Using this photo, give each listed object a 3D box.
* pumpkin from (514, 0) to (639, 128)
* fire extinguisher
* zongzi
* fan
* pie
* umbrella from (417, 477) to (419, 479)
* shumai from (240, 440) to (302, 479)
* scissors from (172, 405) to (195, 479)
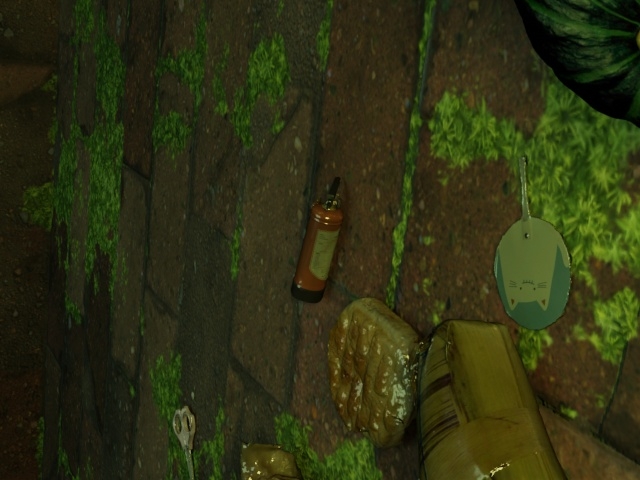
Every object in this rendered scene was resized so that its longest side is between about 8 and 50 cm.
[{"bbox_3d":[0.259,-0.208,0.617,0.248,0.248,0.248,4,94,62],"label":"pumpkin"},{"bbox_3d":[0.000,0.000,1.266,0.062,0.050,0.177,-60,-13,-64],"label":"fire extinguisher"},{"bbox_3d":[0.139,0.251,0.942,0.289,0.123,0.260,115,147,-46],"label":"zongzi"},{"bbox_3d":[0.208,0.002,0.915,0.113,0.005,0.175,-11,81,62],"label":"fan"},{"bbox_3d":[0.066,0.169,1.148,0.195,0.046,0.195,-3,87,62],"label":"pie"},{"bbox_3d":[0.124,0.251,1.050,0.044,0.044,0.269,17,106,32],"label":"umbrella"},{"bbox_3d":[-0.062,0.378,1.315,0.206,0.166,0.176,131,153,-50],"label":"shumai"},{"bbox_3d":[-0.261,0.423,1.804,0.100,0.015,0.189,-31,65,56],"label":"scissors"}]
